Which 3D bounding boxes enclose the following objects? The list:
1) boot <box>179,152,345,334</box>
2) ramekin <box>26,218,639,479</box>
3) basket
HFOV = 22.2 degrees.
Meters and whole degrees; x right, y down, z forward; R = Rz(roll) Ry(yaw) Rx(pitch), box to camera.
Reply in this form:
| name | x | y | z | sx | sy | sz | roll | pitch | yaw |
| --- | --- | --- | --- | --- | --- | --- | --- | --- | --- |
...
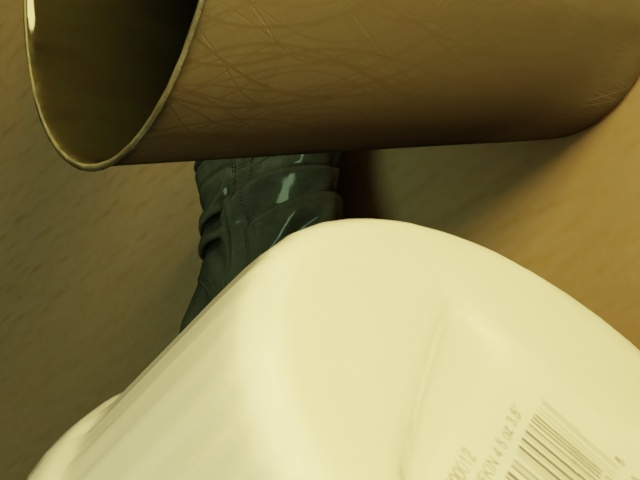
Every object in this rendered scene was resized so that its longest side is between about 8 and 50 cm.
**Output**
| name | x | y | z | sx | sy | sz | roll | pitch | yaw |
| --- | --- | --- | --- | --- | --- | --- | --- | --- | --- |
| boot | 0.000 | 0.000 | 0.798 | 0.246 | 0.083 | 0.161 | -15 | 67 | 52 |
| ramekin | 0.044 | 0.121 | 0.554 | 0.135 | 0.277 | 0.277 | -50 | 47 | 28 |
| basket | 0.017 | -0.119 | 0.657 | 0.154 | 0.226 | 0.204 | 6 | 91 | 55 |
